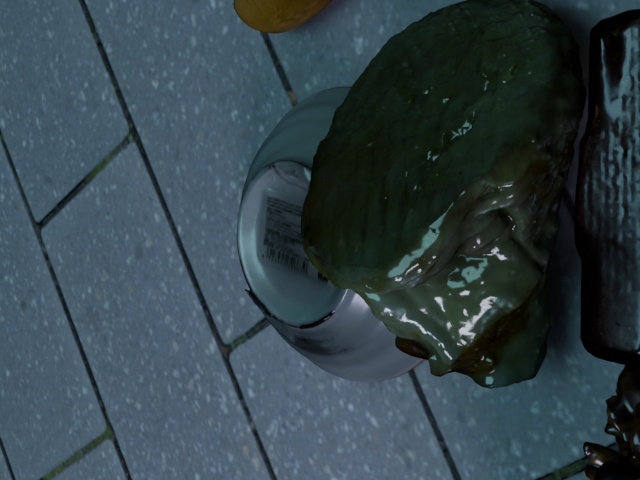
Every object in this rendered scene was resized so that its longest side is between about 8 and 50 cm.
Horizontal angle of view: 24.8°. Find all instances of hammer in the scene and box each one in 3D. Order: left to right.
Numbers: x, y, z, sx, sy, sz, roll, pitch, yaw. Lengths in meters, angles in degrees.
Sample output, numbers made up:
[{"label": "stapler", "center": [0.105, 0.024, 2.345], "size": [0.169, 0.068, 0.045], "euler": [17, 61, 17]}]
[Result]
[{"label": "hammer", "center": [0.339, -0.004, 0.899], "size": [0.408, 0.095, 0.243], "euler": [16, 107, 41]}]

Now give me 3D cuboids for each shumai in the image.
[{"label": "shumai", "center": [0.122, -0.038, 1.103], "size": [0.272, 0.203, 0.222], "euler": [-54, 36, 1]}]

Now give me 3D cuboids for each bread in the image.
[{"label": "bread", "center": [-0.024, -0.251, 1.235], "size": [0.189, 0.077, 0.114], "euler": [-40, 64, 44]}]

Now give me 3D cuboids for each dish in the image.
[{"label": "dish", "center": [0.000, 0.000, 1.250], "size": [0.260, 0.085, 0.260], "euler": [8, 102, 44]}]

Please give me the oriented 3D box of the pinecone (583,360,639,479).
[{"label": "pinecone", "center": [0.281, 0.141, 0.816], "size": [0.272, 0.224, 0.224], "euler": [21, 111, 36]}]
